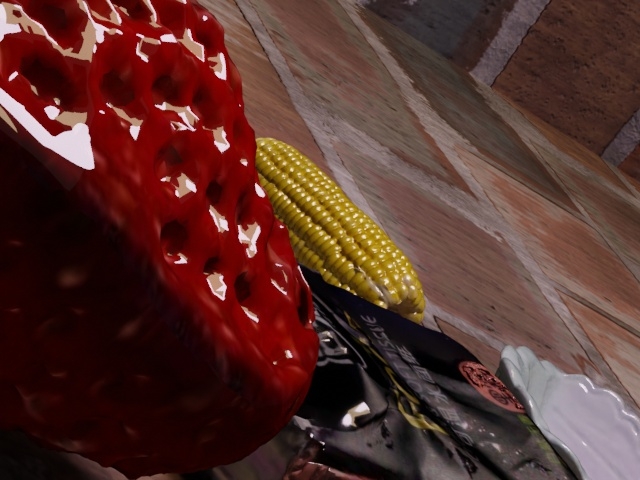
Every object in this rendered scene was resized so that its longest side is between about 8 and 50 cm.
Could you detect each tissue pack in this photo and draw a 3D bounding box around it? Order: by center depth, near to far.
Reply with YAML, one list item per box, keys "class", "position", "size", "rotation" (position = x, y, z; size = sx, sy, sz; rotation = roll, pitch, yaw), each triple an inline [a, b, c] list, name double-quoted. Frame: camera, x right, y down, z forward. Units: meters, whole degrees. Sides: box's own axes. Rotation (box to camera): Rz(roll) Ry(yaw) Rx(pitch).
- class: "tissue pack"
  position: [0.038, 0.128, 1.269]
  size: [0.332, 0.123, 0.245]
  rotation: [23, 18, -41]

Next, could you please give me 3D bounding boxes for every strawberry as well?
- class: "strawberry"
  position: [-0.157, -0.010, 0.997]
  size: [0.345, 0.295, 0.317]
  rotation: [51, 4, -11]

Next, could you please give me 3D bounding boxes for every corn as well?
- class: "corn"
  position: [0.000, 0.000, 1.619]
  size: [0.093, 0.093, 0.244]
  rotation: [18, 23, -50]

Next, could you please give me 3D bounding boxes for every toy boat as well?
- class: "toy boat"
  position: [0.205, 0.180, 1.506]
  size: [0.199, 0.100, 0.290]
  rotation: [49, 16, 13]
